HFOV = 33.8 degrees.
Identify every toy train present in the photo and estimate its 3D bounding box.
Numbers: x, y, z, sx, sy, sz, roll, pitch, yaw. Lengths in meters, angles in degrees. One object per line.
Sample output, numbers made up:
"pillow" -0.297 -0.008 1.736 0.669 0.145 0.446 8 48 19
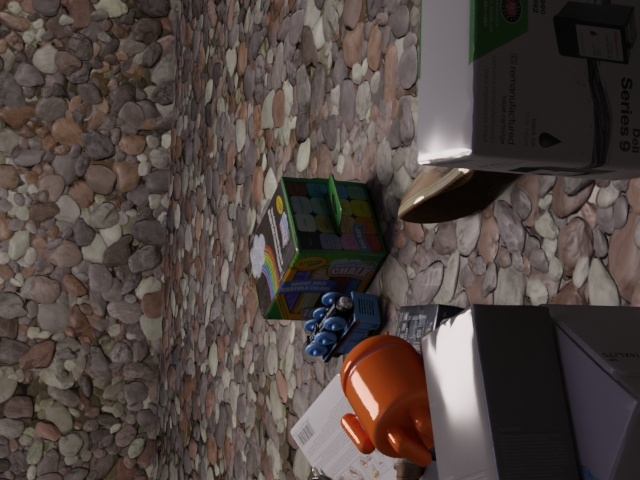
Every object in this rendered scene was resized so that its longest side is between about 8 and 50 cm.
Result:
"toy train" 0.038 0.162 1.950 0.184 0.105 0.080 121 153 -49

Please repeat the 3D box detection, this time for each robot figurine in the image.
"robot figurine" 0.107 0.218 1.494 0.219 0.128 0.158 -124 37 -51

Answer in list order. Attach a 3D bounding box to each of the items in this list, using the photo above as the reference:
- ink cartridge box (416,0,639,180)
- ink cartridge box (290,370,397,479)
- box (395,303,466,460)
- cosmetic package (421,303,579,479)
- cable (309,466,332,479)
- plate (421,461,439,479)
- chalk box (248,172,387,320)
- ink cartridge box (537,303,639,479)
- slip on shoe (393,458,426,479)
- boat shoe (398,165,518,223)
"ink cartridge box" 0.263 -0.184 1.197 0.121 0.289 0.211 176 96 -65
"ink cartridge box" 0.068 0.386 1.925 0.239 0.060 0.275 55 145 17
"box" 0.159 0.216 1.635 0.183 0.059 0.233 158 122 -76
"cosmetic package" 0.184 0.194 1.085 0.127 0.107 0.238 137 134 -61
"cable" 0.047 0.537 1.931 0.287 0.072 0.139 44 126 32
"plate" 0.231 0.405 1.539 0.277 0.045 0.278 -121 39 -53
"chalk box" 0.000 0.000 1.966 0.289 0.179 0.180 120 146 -47
"ink cartridge box" 0.324 0.230 1.129 0.197 0.198 0.270 -127 45 -58
"slip on shoe" 0.144 0.369 1.681 0.135 0.051 0.041 57 -147 -71
"boat shoe" 0.213 -0.116 1.551 0.302 0.109 0.098 -42 48 52
